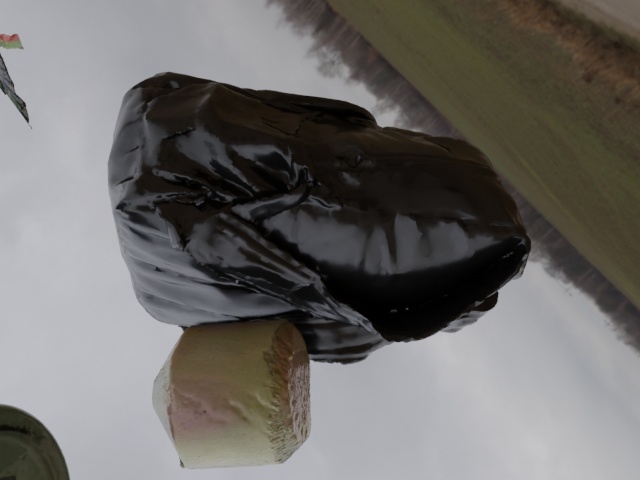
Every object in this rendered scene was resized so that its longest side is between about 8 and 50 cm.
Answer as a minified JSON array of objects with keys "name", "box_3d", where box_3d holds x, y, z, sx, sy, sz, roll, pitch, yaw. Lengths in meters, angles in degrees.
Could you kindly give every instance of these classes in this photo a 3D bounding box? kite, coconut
[{"name":"kite","box_3d":[-0.320,-0.199,0.551,0.159,0.190,0.010,30,-130,33]},{"name":"coconut","box_3d":[-0.091,0.149,0.564,0.147,0.153,0.147,-8,-90,-82]}]

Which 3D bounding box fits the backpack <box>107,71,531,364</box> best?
[{"name":"backpack","box_3d":[0.000,0.000,0.642,0.446,0.363,0.254,3,-120,-3]}]

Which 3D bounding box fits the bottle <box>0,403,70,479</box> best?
[{"name":"bottle","box_3d":[-0.430,0.280,0.501,0.229,0.352,0.229,-13,-90,-79]}]
